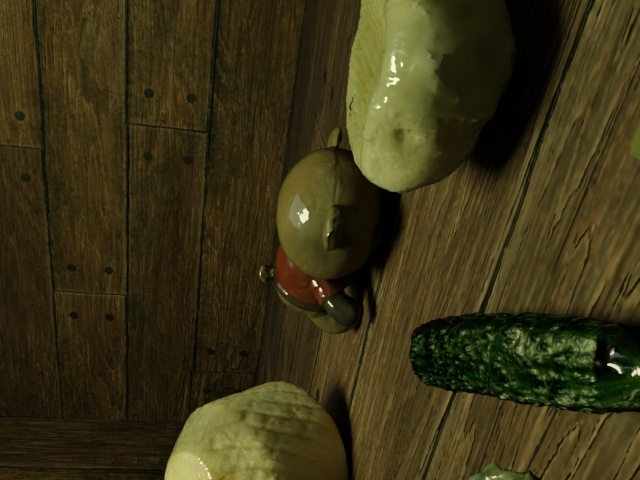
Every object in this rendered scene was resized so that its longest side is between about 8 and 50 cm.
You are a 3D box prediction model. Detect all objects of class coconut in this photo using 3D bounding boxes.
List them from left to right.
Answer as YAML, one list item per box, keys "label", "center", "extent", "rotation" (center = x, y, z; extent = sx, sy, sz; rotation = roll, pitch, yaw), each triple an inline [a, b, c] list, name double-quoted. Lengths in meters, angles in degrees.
- label: "coconut"
  center: [-0.089, 0.396, 1.008]
  extent: [0.329, 0.328, 0.329]
  rotation: [-175, 90, -80]

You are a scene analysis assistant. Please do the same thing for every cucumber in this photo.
- label: "cucumber"
  center: [0.136, 0.080, 0.409]
  extent: [0.293, 0.067, 0.068]
  rotation: [143, 131, -75]

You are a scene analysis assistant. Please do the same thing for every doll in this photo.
- label: "doll"
  center: [0.000, 0.000, 0.928]
  extent: [0.330, 0.174, 0.235]
  rotation: [103, 173, -48]

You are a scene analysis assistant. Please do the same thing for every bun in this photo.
- label: "bun"
  center: [0.098, -0.154, 0.537]
  extent: [0.231, 0.133, 0.231]
  rotation: [-175, 90, -82]

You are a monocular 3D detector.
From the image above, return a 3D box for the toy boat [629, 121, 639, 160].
- label: "toy boat"
  center: [0.175, -0.069, 0.233]
  extent: [0.089, 0.071, 0.185]
  rotation: [-29, -43, -49]

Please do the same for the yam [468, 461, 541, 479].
- label: "yam"
  center: [0.129, 0.230, 0.250]
  extent: [0.106, 0.106, 0.259]
  rotation: [108, 162, -54]
